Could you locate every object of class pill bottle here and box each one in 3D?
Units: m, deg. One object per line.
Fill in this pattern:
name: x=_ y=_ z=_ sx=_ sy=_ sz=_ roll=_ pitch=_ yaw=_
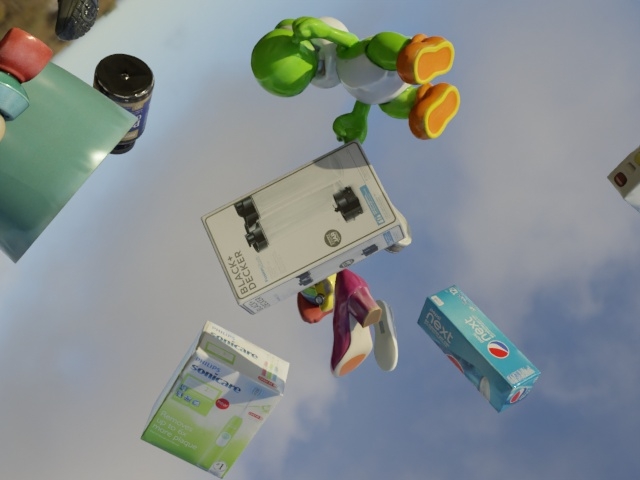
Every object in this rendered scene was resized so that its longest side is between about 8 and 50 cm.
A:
pill bottle: x=-0.425 y=-0.282 z=1.811 sx=0.123 sy=0.122 sz=0.219 roll=-57 pitch=179 yaw=-35

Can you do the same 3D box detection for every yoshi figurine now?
yoshi figurine: x=0.028 y=-0.267 z=1.368 sx=0.362 sy=0.203 sz=0.204 roll=24 pitch=-83 yaw=38

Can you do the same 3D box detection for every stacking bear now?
stacking bear: x=0.003 y=0.080 z=2.426 sx=0.175 sy=0.289 sz=0.164 roll=-17 pitch=-125 yaw=-10

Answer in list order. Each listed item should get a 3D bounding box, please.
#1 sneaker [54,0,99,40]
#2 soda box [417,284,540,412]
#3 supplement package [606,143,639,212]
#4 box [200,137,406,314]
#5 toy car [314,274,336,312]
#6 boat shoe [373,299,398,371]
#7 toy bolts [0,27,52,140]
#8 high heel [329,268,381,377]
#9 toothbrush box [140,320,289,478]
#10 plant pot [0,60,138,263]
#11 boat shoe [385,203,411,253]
sneaker: x=-0.593 y=-0.607 z=2.045 sx=0.109 sy=0.130 sz=0.287 roll=91 pitch=11 yaw=-70
soda box: x=0.254 y=0.174 z=1.394 sx=0.067 sy=0.210 sz=0.071 roll=-19 pitch=143 yaw=-31
supplement package: x=0.801 y=-0.149 z=1.852 sx=0.262 sy=0.204 sz=0.145 roll=-49 pitch=-166 yaw=20
box: x=-0.027 y=-0.020 z=1.385 sx=0.289 sy=0.169 sz=0.087 roll=-26 pitch=162 yaw=4
toy car: x=0.000 y=0.000 z=1.770 sx=0.053 sy=0.239 sz=0.225 roll=-11 pitch=-139 yaw=26
boat shoe: x=0.169 y=0.246 z=2.201 sx=0.066 sy=0.063 sz=0.184 roll=-23 pitch=-111 yaw=27
toy bolts: x=-0.492 y=-0.220 z=1.102 sx=0.218 sy=0.228 sz=0.159 roll=-1 pitch=-114 yaw=46
high heel: x=0.044 y=0.163 z=1.648 sx=0.082 sy=0.117 sz=0.244 roll=-20 pitch=146 yaw=-26
toothbrush box: x=-0.227 y=0.345 z=1.838 sx=0.283 sy=0.206 sz=0.122 roll=-55 pitch=-169 yaw=25
plant pot: x=-0.461 y=-0.152 z=1.298 sx=0.293 sy=0.235 sz=0.293 roll=-45 pitch=-165 yaw=15
boat shoe: x=0.124 y=-0.065 z=2.139 sx=0.097 sy=0.116 sz=0.324 roll=-54 pitch=-139 yaw=23
